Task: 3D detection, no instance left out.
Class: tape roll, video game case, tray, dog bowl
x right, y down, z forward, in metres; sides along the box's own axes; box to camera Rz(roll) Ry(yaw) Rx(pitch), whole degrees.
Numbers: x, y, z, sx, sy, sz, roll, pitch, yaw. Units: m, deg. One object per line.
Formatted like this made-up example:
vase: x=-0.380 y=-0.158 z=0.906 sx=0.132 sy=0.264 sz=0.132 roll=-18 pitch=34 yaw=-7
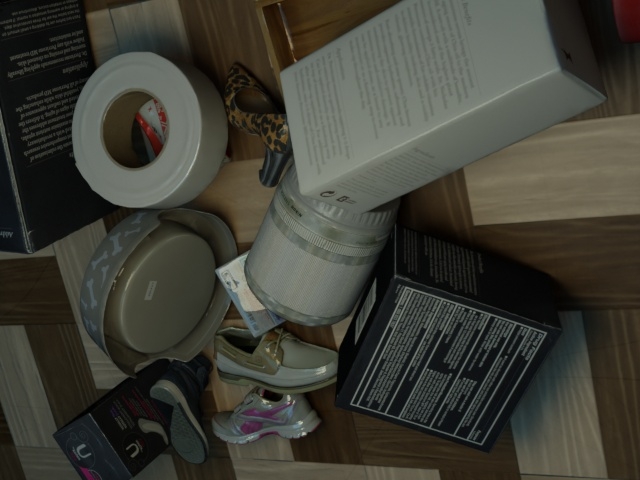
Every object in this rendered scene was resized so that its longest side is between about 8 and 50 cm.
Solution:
tape roll: x=-0.315 y=-0.198 z=1.850 sx=0.286 sy=0.100 sz=0.286 roll=1 pitch=91 yaw=24
video game case: x=-0.107 y=0.090 z=1.989 sx=0.143 sy=0.019 sz=0.157 roll=-30 pitch=94 yaw=5
tray: x=0.101 y=-0.359 z=1.699 sx=0.411 sy=0.076 sz=0.203 roll=-8 pitch=106 yaw=31
dog bowl: x=-0.315 y=0.091 z=1.957 sx=0.102 sy=0.348 sz=0.349 roll=23 pitch=120 yaw=33

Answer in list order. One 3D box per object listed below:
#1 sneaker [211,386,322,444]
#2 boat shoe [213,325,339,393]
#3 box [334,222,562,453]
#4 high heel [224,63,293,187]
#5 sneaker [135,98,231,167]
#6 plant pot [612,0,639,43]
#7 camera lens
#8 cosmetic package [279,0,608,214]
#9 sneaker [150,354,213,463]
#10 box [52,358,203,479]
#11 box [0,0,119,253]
sneaker: x=-0.121 y=0.350 z=2.100 sx=0.252 sy=0.103 sz=0.111 roll=-12 pitch=100 yaw=25
boat shoe: x=-0.092 y=0.232 z=2.020 sx=0.302 sy=0.113 sz=0.103 roll=-2 pitch=114 yaw=30
box: x=0.210 y=0.172 z=1.741 sx=0.294 sy=0.183 sz=0.296 roll=19 pitch=120 yaw=-6
high heel: x=-0.099 y=-0.247 z=1.783 sx=0.186 sy=0.093 sz=0.261 roll=119 pitch=135 yaw=-57
sneaker: x=-0.271 y=-0.238 z=1.947 sx=0.145 sy=0.090 sz=0.270 roll=-28 pitch=80 yaw=12
plant pot: x=0.499 y=-0.381 z=1.413 sx=0.174 sy=0.191 sz=0.191 roll=-4 pitch=108 yaw=20
camera lens: x=0.000 y=0.000 z=1.811 sx=0.219 sy=0.219 sz=0.274 roll=33 pitch=122 yaw=13
cosmetic package: x=0.169 y=-0.234 z=1.521 sx=0.453 sy=0.161 sz=0.230 roll=-24 pitch=65 yaw=33
sneaker: x=-0.269 y=0.346 z=2.142 sx=0.086 sy=0.163 sz=0.226 roll=-5 pitch=119 yaw=21
box: x=-0.406 y=0.394 z=2.159 sx=0.143 sy=0.270 sz=0.165 roll=-32 pitch=93 yaw=33
box: x=-0.712 y=-0.251 z=2.043 sx=0.479 sy=0.297 sz=0.472 roll=5 pitch=111 yaw=28
